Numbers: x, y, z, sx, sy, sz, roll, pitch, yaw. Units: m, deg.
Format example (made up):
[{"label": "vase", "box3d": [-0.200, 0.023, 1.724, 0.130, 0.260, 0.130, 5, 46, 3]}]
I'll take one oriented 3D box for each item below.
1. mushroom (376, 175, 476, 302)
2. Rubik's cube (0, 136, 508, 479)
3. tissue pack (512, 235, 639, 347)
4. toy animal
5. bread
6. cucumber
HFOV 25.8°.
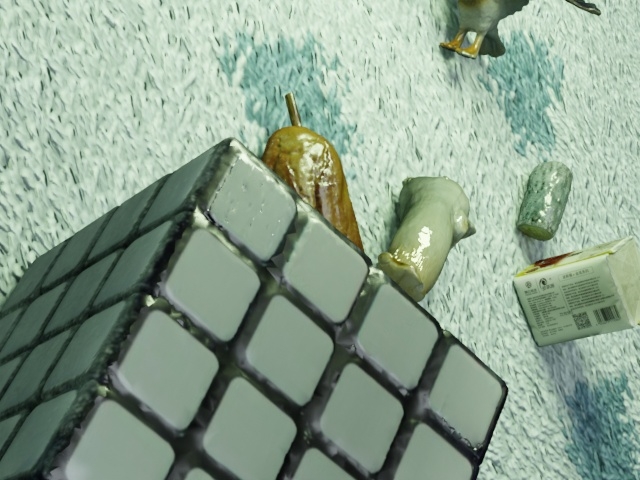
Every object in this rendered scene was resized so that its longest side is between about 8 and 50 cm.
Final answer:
[{"label": "mushroom", "box3d": [0.121, -0.011, 1.630, 0.099, 0.096, 0.278, 47, 23, -8]}, {"label": "Rubik's cube", "box3d": [-0.111, 0.184, 1.150, 0.337, 0.344, 0.344, 41, 51, -19]}, {"label": "tissue pack", "box3d": [0.350, 0.067, 1.842, 0.099, 0.148, 0.106, -28, 98, -48]}, {"label": "toy animal", "box3d": [0.213, -0.314, 1.825, 0.197, 0.272, 0.160, -7, 118, -52]}, {"label": "bread", "box3d": [-0.002, 0.000, 1.539, 0.124, 0.084, 0.344, -1, 78, -47]}, {"label": "cucumber", "box3d": [0.306, -0.051, 1.900, 0.064, 0.064, 0.112, 42, 50, -30]}]
